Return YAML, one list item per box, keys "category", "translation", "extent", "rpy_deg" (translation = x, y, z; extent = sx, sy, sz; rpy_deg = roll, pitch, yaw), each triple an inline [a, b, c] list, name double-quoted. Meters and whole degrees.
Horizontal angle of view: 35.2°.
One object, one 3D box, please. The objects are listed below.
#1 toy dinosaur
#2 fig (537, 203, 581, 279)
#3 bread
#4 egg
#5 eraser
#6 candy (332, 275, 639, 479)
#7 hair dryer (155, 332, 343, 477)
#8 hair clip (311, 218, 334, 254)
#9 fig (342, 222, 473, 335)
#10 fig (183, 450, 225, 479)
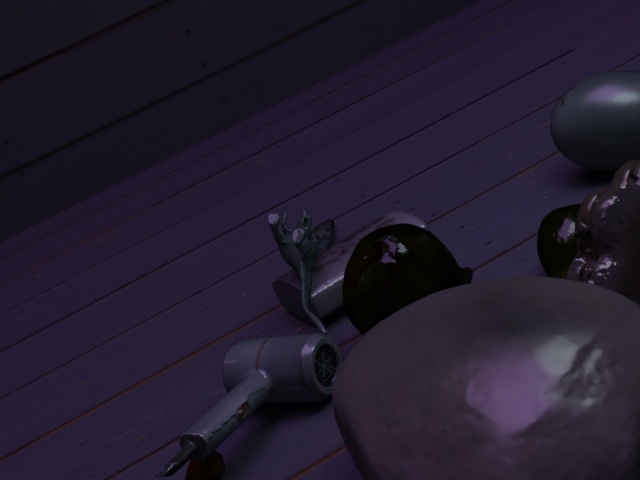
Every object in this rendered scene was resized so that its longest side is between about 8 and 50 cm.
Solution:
- category: "toy dinosaur"
  translation: [-0.045, 0.022, 1.738]
  extent: [0.076, 0.129, 0.383]
  rpy_deg: [-24, 25, 14]
- category: "fig"
  translation: [0.386, 0.019, 1.574]
  extent: [0.117, 0.117, 0.177]
  rpy_deg: [-9, 35, 36]
- category: "bread"
  translation: [0.457, -0.012, 1.454]
  extent: [0.337, 0.183, 0.102]
  rpy_deg: [-36, 15, -32]
- category: "egg"
  translation: [0.556, -0.222, 1.859]
  extent: [0.264, 0.183, 0.183]
  rpy_deg: [-7, 26, 27]
- category: "eraser"
  translation: [0.061, 0.046, 1.869]
  extent: [0.270, 0.095, 0.174]
  rpy_deg: [-30, 18, -19]
- category: "candy"
  translation: [0.202, 0.179, 1.218]
  extent: [0.427, 0.186, 0.386]
  rpy_deg: [5, 40, 42]
- category: "hair dryer"
  translation: [-0.119, 0.253, 1.487]
  extent: [0.173, 0.108, 0.357]
  rpy_deg: [-10, 18, 35]
- category: "hair clip"
  translation: [-0.001, -0.002, 2.137]
  extent: [0.066, 0.036, 0.229]
  rpy_deg: [-11, 23, 15]
- category: "fig"
  translation: [0.153, 0.068, 1.599]
  extent: [0.245, 0.195, 0.195]
  rpy_deg: [0, 11, -23]
- category: "fig"
  translation: [-0.177, 0.340, 1.471]
  extent: [0.083, 0.050, 0.050]
  rpy_deg: [-46, 24, -8]
